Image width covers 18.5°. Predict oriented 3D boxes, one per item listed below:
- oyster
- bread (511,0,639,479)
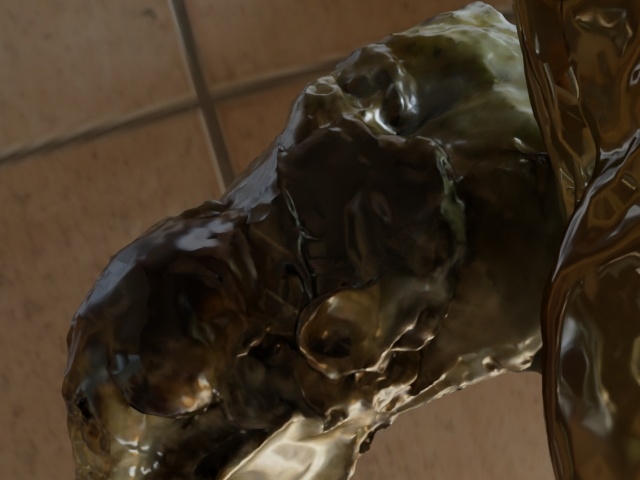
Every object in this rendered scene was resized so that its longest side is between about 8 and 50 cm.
[{"bbox_3d":[0.001,0.013,0.674,0.233,0.107,0.161,-45,45,-3],"label":"oyster"},{"bbox_3d":[0.195,-0.032,0.531,0.314,0.191,0.370,-3,102,23],"label":"bread"}]
